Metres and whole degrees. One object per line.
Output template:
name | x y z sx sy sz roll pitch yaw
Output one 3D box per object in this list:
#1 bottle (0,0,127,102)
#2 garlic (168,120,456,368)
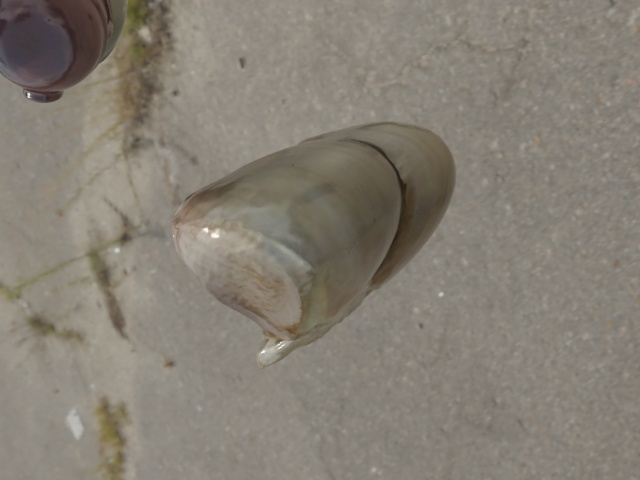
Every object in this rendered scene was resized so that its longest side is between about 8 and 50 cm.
bottle | -0.215 -0.200 0.853 0.253 0.120 0.120 -100 11 -57
garlic | 0.001 -0.012 0.524 0.124 0.174 0.099 -37 87 42
